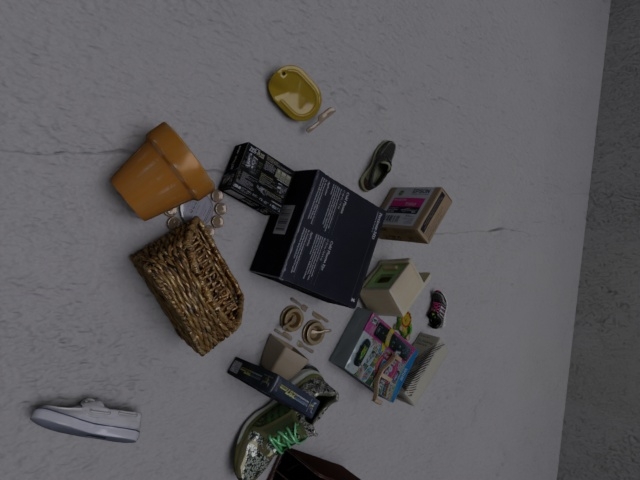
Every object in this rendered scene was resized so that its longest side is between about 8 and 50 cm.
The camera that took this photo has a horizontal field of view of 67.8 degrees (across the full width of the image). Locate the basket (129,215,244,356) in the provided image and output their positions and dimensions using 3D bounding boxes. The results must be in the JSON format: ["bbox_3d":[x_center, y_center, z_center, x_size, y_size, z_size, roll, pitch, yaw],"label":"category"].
[{"bbox_3d":[-0.306,0.113,1.235,0.223,0.213,0.299,-35,115,-26],"label":"basket"}]

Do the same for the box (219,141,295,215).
[{"bbox_3d":[-0.184,-0.176,1.393,0.180,0.077,0.147,28,73,-36],"label":"box"}]

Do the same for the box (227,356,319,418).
[{"bbox_3d":[-0.140,0.426,1.387,0.183,0.232,0.059,43,66,-33],"label":"box"}]

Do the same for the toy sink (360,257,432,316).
[{"bbox_3d":[0.271,0.149,1.723,0.234,0.152,0.131,-45,115,-35],"label":"toy sink"}]

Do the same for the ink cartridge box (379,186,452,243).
[{"bbox_3d":[0.318,-0.094,1.697,0.088,0.234,0.193,45,67,-32],"label":"ink cartridge box"}]

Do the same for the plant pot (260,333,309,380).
[{"bbox_3d":[-0.121,0.372,1.483,0.109,0.109,0.096,38,81,-34],"label":"plant pot"}]

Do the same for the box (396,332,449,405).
[{"bbox_3d":[0.384,0.504,1.880,0.275,0.113,0.094,-49,119,-25],"label":"box"}]

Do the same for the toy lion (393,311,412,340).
[{"bbox_3d":[0.334,0.329,1.879,0.100,0.034,0.096,54,55,-28],"label":"toy lion"}]

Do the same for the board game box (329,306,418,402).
[{"bbox_3d":[0.201,0.420,1.740,0.303,0.097,0.224,42,70,-33],"label":"board game box"}]

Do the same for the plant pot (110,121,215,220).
[{"bbox_3d":[-0.398,-0.154,1.174,0.188,0.205,0.205,-38,117,-12],"label":"plant pot"}]

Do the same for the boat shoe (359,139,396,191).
[{"bbox_3d":[0.222,-0.268,1.710,0.080,0.073,0.223,45,68,-32],"label":"boat shoe"}]

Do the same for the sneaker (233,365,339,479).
[{"bbox_3d":[-0.097,0.573,1.464,0.410,0.182,0.158,-48,120,-24],"label":"sneaker"}]

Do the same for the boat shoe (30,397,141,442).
[{"bbox_3d":[-0.562,0.430,1.162,0.258,0.095,0.084,34,45,-38],"label":"boat shoe"}]

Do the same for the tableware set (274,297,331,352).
[{"bbox_3d":[-0.051,0.285,1.566,0.194,0.039,0.128,38,71,-34],"label":"tableware set"}]

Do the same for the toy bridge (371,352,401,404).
[{"bbox_3d":[0.228,0.483,1.689,0.063,0.026,0.188,37,73,-32],"label":"toy bridge"}]

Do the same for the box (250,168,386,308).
[{"bbox_3d":[0.000,0.000,1.494,0.312,0.179,0.343,27,78,-35],"label":"box"}]

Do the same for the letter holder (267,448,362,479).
[{"bbox_3d":[0.009,0.816,1.547,0.302,0.214,0.152,36,72,-34],"label":"letter holder"}]

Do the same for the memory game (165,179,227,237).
[{"bbox_3d":[-0.345,-0.088,1.323,0.186,0.012,0.186,-3,95,-38],"label":"memory game"}]

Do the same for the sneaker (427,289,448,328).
[{"bbox_3d":[0.480,0.291,1.965,0.074,0.063,0.170,-14,107,-43],"label":"sneaker"}]

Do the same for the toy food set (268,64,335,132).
[{"bbox_3d":[-0.071,-0.444,1.480,0.128,0.071,0.218,-46,120,2],"label":"toy food set"}]
